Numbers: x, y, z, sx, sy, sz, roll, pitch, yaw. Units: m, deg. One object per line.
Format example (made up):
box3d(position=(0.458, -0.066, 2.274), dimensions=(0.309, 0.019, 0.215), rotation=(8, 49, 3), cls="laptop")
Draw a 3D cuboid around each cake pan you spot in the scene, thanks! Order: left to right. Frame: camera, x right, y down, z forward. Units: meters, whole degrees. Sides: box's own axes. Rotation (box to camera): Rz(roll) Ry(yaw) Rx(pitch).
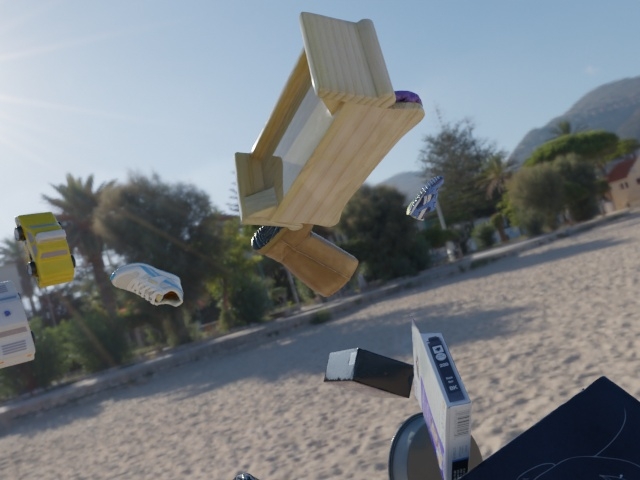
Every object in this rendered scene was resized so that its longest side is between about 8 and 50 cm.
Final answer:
box3d(position=(0.302, 0.577, 1.507), dimensions=(0.293, 0.293, 0.054), rotation=(-13, -11, -35), cls="cake pan")

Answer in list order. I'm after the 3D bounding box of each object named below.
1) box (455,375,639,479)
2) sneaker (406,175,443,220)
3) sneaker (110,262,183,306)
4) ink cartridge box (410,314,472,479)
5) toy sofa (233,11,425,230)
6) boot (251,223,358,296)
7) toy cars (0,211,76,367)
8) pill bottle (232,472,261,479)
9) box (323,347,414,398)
box3d(position=(0.384, 0.520, 0.779), dimensions=(0.471, 0.297, 0.480), rotation=(-26, 38, -18), cls="box")
box3d(position=(0.307, -0.119, 1.700), dimensions=(0.144, 0.059, 0.053), rotation=(-53, 7, 20), cls="sneaker")
box3d(position=(-0.503, 0.133, 1.767), dimensions=(0.228, 0.092, 0.087), rotation=(18, -60, -41), cls="sneaker")
box3d(position=(0.198, 0.262, 1.000), dimensions=(0.045, 0.206, 0.208), rotation=(-10, 35, -3), cls="ink cartridge box")
box3d(position=(-0.004, -0.169, 0.960), dimensions=(0.177, 0.150, 0.362), rotation=(2, -30, -25), cls="toy sofa")
box3d(position=(0.000, 0.000, 1.433), dimensions=(0.236, 0.089, 0.269), rotation=(-40, -48, 18), cls="boot")
box3d(position=(-0.641, 0.084, 1.311), dimensions=(0.176, 0.394, 0.087), rotation=(28, -43, -21), cls="toy cars")
box3d(position=(-0.063, 0.484, 0.982), dimensions=(0.123, 0.219, 0.123), rotation=(-53, 13, 18), cls="pill bottle")
box3d(position=(0.140, 0.398, 1.787), dimensions=(0.184, 0.103, 0.261), rotation=(17, -18, -13), cls="box")
